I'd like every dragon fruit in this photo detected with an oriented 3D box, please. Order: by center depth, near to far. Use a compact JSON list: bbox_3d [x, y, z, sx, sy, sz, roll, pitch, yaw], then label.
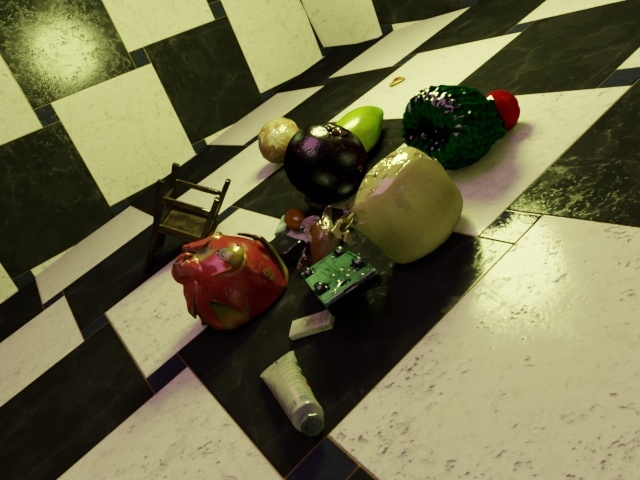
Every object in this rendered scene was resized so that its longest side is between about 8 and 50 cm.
[{"bbox_3d":[-0.263,0.084,1.495,0.305,0.225,0.305,-26,23,12],"label":"dragon fruit"}]

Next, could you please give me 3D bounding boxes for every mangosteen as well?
[{"bbox_3d":[0.013,-0.239,1.748,0.288,0.288,0.288,-25,26,13],"label":"mangosteen"}]

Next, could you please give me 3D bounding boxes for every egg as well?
[{"bbox_3d":[-0.184,-0.442,2.401,0.195,0.195,0.233,-11,50,36],"label":"egg"}]

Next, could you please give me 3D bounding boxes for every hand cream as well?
[{"bbox_3d":[-0.056,0.299,1.078,0.095,0.059,0.276,-37,21,-8],"label":"hand cream"}]

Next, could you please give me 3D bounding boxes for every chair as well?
[{"bbox_3d":[-0.522,-0.057,2.115,0.241,0.416,0.203,16,32,-5],"label":"chair"}]

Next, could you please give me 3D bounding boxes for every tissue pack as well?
[{"bbox_3d":[-0.019,0.195,1.253,0.108,0.023,0.056,-22,27,20],"label":"tissue pack"}]

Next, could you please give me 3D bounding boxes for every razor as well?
[{"bbox_3d":[-0.101,0.024,1.616,0.090,0.054,0.148,-42,28,-21],"label":"razor"}]

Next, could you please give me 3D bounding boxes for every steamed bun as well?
[{"bbox_3d":[0.214,-0.088,1.271,0.273,0.232,0.166,-48,24,-28],"label":"steamed bun"}]

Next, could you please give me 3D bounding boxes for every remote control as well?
[{"bbox_3d":[-0.121,-0.056,1.828,0.053,0.018,0.124,-19,28,22],"label":"remote control"}]

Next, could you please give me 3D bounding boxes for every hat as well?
[{"bbox_3d":[0.425,-0.332,1.547,0.332,0.242,0.274,-17,42,-25],"label":"hat"}]

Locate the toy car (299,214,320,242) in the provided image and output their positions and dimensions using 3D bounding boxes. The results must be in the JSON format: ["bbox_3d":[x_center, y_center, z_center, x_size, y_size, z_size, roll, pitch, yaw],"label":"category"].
[{"bbox_3d":[-0.012,-0.022,1.605,0.069,0.055,0.142,-33,39,-2],"label":"toy car"}]

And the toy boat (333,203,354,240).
[{"bbox_3d":[0.071,-0.057,1.580,0.047,0.049,0.149,-15,30,33],"label":"toy boat"}]

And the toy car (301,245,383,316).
[{"bbox_3d":[0.040,0.096,1.265,0.141,0.097,0.321,-34,12,-5],"label":"toy car"}]

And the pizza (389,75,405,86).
[{"bbox_3d":[0.359,-0.763,2.570,0.083,0.025,0.078,-27,28,11],"label":"pizza"}]

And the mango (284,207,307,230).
[{"bbox_3d":[-0.078,-0.069,1.754,0.077,0.063,0.127,-25,25,-4],"label":"mango"}]

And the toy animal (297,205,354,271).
[{"bbox_3d":[0.000,0.000,1.493,0.179,0.089,0.188,-28,48,37],"label":"toy animal"}]

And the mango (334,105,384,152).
[{"bbox_3d":[0.142,-0.411,2.019,0.192,0.156,0.343,-6,34,40],"label":"mango"}]
